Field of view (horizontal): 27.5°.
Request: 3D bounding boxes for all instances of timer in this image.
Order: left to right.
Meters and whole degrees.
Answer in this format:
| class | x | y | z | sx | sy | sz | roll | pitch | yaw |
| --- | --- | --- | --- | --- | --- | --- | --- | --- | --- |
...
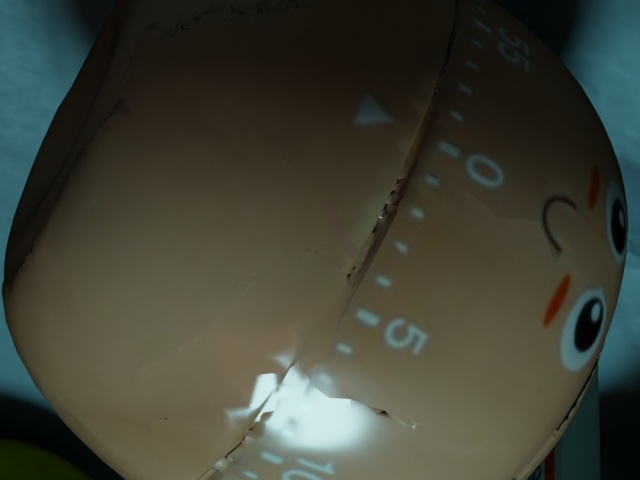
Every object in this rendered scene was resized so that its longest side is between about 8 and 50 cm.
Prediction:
| class | x | y | z | sx | sy | sz | roll | pitch | yaw |
| --- | --- | --- | --- | --- | --- | --- | --- | --- | --- |
| timer | 0.000 | 0.000 | 0.506 | 0.215 | 0.230 | 0.229 | 25 | 138 | -18 |

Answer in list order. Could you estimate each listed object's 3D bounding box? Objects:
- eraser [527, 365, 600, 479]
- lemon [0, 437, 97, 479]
| class | x | y | z | sx | sy | sz | roll | pitch | yaw |
| --- | --- | --- | --- | --- | --- | --- | --- | --- | --- |
| eraser | 0.056 | 0.143 | 0.713 | 0.038 | 0.157 | 0.230 | 32 | 136 | -27 |
| lemon | -0.224 | 0.225 | 0.846 | 0.231 | 0.192 | 0.192 | -10 | 136 | 32 |
